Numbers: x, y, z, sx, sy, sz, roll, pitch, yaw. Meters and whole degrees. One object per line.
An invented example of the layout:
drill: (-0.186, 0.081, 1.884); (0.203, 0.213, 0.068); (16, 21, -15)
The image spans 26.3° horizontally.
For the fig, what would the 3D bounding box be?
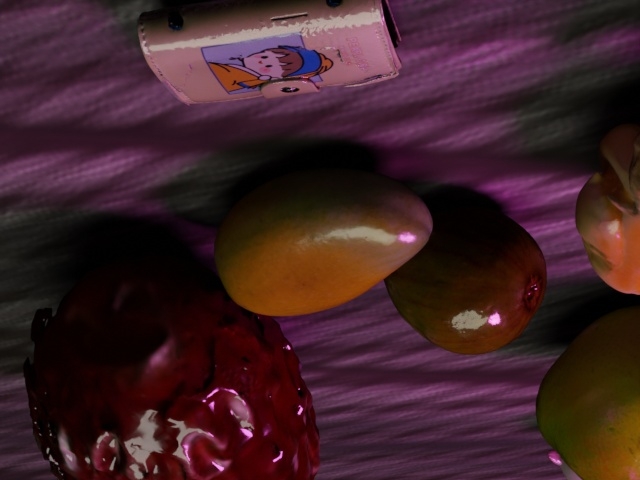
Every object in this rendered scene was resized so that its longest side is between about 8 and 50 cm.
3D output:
fig: (0.078, 0.024, 1.156); (0.236, 0.124, 0.124); (9, 163, 43)

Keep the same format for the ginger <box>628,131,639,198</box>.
ginger: (0.272, -0.086, 0.839); (0.081, 0.115, 0.205); (-26, 148, -39)

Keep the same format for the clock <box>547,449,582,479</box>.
clock: (0.354, 0.253, 1.552); (0.144, 0.103, 0.231); (-15, 146, 32)

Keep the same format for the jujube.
jujube: (-0.132, 0.163, 1.255); (0.259, 0.258, 0.376); (-2, 157, 7)

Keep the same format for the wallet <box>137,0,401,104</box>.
wallet: (-0.029, -0.124, 0.894); (0.155, 0.039, 0.110); (-7, 162, 10)

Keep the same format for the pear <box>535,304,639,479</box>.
pear: (0.303, 0.157, 1.277); (0.220, 0.187, 0.187); (-27, 141, 32)

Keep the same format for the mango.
mango: (0.000, 0.000, 1.086); (0.195, 0.091, 0.130); (-11, 137, 32)

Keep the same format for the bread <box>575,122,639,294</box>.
bread: (0.337, -0.039, 0.967); (0.311, 0.121, 0.173); (-4, 147, 15)
